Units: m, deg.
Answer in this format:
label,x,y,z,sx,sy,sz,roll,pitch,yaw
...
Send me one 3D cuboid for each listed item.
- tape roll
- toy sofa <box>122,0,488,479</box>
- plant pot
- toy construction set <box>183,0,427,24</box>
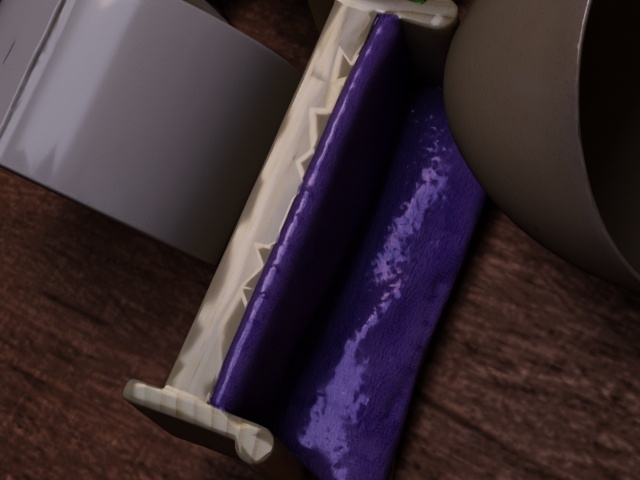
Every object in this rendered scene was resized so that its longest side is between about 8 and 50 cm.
label,x,y,z,sx,sy,sz,roll,pitch,yaw
tape roll,-0.156,-0.104,1.342,0.246,0.246,0.169,24,88,33
toy sofa,0.016,0.002,1.246,0.177,0.150,0.362,20,77,15
plant pot,0.198,-0.105,1.178,0.191,0.284,0.284,7,70,49
toy construction set,-0.088,-0.276,1.381,0.237,0.309,0.257,-39,48,12
